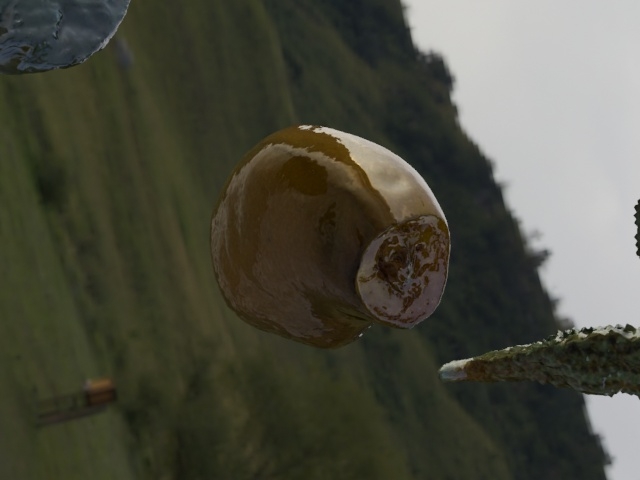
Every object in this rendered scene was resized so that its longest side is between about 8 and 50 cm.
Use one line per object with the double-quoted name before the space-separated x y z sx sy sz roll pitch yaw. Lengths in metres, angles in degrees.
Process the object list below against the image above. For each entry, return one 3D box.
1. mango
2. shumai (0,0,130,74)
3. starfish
"mango" -0.001 -0.004 1.168 0.359 0.144 0.187 -26 -99 68
"shumai" -0.286 -0.218 1.151 0.189 0.218 0.256 47 41 -36
"starfish" 0.276 0.059 0.833 0.078 0.358 0.347 -84 -167 -51
